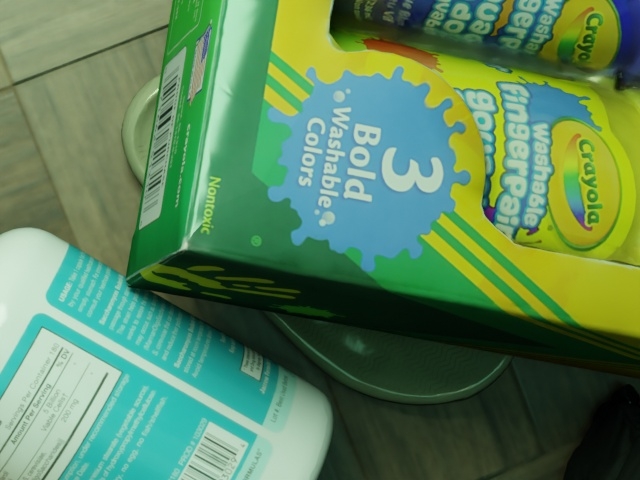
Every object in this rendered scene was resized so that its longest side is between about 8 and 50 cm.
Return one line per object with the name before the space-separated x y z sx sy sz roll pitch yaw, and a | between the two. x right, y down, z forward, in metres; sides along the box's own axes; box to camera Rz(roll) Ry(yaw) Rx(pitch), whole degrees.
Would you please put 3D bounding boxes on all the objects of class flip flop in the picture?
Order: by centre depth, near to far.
flip flop | 0.000 0.000 1.154 0.277 0.080 0.112 42 84 -8

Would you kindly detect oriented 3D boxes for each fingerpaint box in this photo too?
fingerpaint box | 0.117 -0.165 1.082 0.371 0.163 0.445 12 80 -15

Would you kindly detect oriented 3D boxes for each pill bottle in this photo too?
pill bottle | -0.135 0.089 1.099 0.264 0.146 0.146 31 86 -9

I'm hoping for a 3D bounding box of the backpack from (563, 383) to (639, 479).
backpack | 0.241 0.184 1.180 0.182 0.152 0.115 33 102 -12
